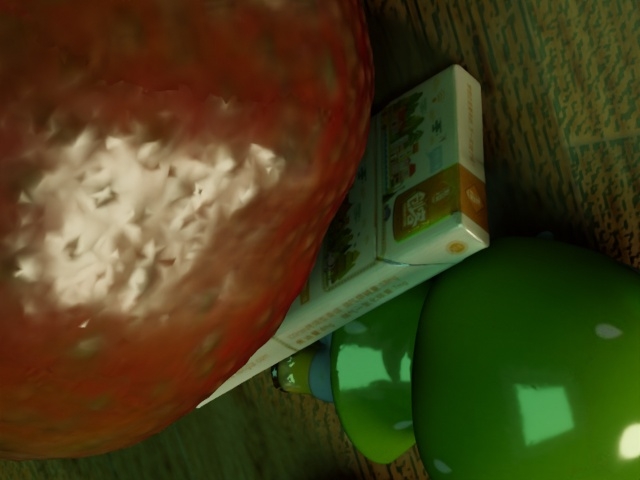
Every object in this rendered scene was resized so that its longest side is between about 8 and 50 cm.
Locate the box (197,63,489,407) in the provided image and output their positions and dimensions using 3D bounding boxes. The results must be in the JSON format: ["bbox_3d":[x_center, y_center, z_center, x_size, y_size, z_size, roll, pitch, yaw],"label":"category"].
[{"bbox_3d":[0.001,0.000,0.960,0.220,0.122,0.032,-30,130,32],"label":"box"}]

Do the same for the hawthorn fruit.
[{"bbox_3d":[-0.185,-0.072,0.840,0.402,0.403,0.403,10,116,21],"label":"hawthorn fruit"}]

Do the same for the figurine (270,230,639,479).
[{"bbox_3d":[0.087,0.072,0.941,0.263,0.143,0.162,8,94,36],"label":"figurine"}]
